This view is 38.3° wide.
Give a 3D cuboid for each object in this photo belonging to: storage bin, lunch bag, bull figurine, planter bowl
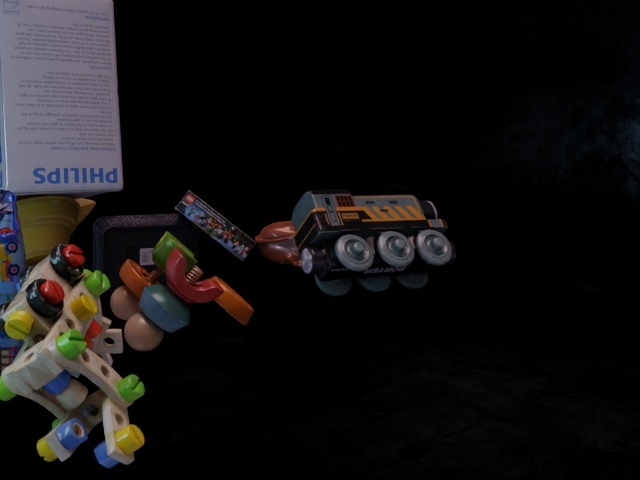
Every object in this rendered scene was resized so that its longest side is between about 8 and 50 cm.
[{"bbox_3d":[-0.326,0.020,1.716,0.180,0.122,0.084,-3,16,-26],"label":"storage bin"},{"bbox_3d":[-0.476,0.058,1.330,0.138,0.220,0.293,2,15,-8],"label":"lunch bag"},{"bbox_3d":[0.000,0.000,1.924,0.188,0.101,0.310,15,18,32],"label":"bull figurine"},{"bbox_3d":[-0.538,0.006,1.704,0.217,0.090,0.217,-21,-16,-6],"label":"planter bowl"}]

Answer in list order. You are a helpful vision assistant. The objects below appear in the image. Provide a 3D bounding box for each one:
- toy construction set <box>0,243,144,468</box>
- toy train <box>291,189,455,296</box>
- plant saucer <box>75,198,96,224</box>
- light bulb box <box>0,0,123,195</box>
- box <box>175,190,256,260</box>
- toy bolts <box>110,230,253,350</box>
[{"bbox_3d":[-0.305,0.133,1.154,0.151,0.215,0.327,-39,19,0],"label":"toy construction set"},{"bbox_3d":[0.102,-0.007,1.763,0.334,0.142,0.190,-3,60,-28],"label":"toy train"},{"bbox_3d":[-0.702,-0.044,1.946,0.333,0.081,0.333,9,14,18],"label":"plant saucer"},{"bbox_3d":[-0.555,-0.257,1.784,0.225,0.361,0.358,-3,0,-33],"label":"light bulb box"},{"bbox_3d":[-0.200,-0.024,1.796,0.159,0.044,0.233,39,-4,-3],"label":"box"},{"bbox_3d":[-0.231,0.111,1.473,0.218,0.158,0.228,43,-2,-10],"label":"toy bolts"}]
